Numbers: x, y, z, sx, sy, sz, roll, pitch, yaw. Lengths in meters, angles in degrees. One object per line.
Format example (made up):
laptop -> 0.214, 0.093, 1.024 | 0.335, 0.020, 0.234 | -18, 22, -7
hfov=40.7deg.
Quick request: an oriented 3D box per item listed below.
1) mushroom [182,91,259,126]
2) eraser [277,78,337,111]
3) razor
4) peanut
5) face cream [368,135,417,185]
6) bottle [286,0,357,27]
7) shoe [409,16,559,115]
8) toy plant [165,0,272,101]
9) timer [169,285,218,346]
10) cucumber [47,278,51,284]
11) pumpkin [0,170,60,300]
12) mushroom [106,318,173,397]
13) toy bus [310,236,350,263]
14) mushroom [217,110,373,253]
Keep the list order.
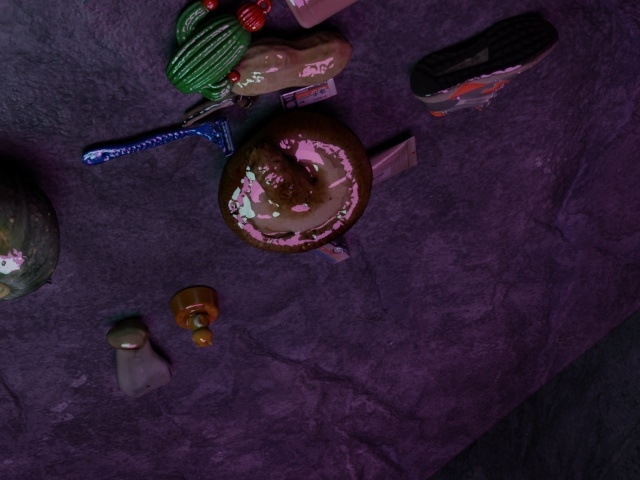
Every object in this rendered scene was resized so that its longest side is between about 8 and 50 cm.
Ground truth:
mushroom -> -0.215, -0.287, 1.812 | 0.187, 0.061, 0.060 | -18, 153, 16
eraser -> -0.028, -0.320, 1.864 | 0.122, 0.029, 0.052 | -19, 143, -1
razor -> -0.347, -0.207, 1.835 | 0.324, 0.056, 0.093 | -9, 133, 3
peanut -> -0.066, -0.362, 1.728 | 0.275, 0.111, 0.125 | -14, 162, -12
face cream -> 0.080, -0.147, 2.098 | 0.341, 0.084, 0.137 | -25, 154, -3
bottle -> 0.060, -0.522, 1.554 | 0.297, 0.173, 0.206 | -29, 174, 8
shoe -> 0.373, -0.362, 1.923 | 0.336, 0.132, 0.171 | -22, 148, 6
toy plant -> -0.204, -0.380, 1.641 | 0.155, 0.088, 0.240 | 28, 114, 0
timer -> -0.324, 0.219, 2.300 | 0.132, 0.152, 0.132 | -13, 142, -10
cucumber -> -0.734, 0.118, 2.082 | 0.163, 0.039, 0.043 | -14, 164, -5
pumpkin -> -0.707, -0.007, 1.758 | 0.328, 0.257, 0.291 | 0, 151, -35
mushroom -> -0.503, 0.322, 2.399 | 0.159, 0.122, 0.328 | -45, 155, -29
toy bus -> 0.000, 0.000, 2.250 | 0.077, 0.065, 0.192 | -32, 142, 27
mushroom -> -0.052, -0.128, 1.929 | 0.345, 0.239, 0.345 | 7, 142, 5
